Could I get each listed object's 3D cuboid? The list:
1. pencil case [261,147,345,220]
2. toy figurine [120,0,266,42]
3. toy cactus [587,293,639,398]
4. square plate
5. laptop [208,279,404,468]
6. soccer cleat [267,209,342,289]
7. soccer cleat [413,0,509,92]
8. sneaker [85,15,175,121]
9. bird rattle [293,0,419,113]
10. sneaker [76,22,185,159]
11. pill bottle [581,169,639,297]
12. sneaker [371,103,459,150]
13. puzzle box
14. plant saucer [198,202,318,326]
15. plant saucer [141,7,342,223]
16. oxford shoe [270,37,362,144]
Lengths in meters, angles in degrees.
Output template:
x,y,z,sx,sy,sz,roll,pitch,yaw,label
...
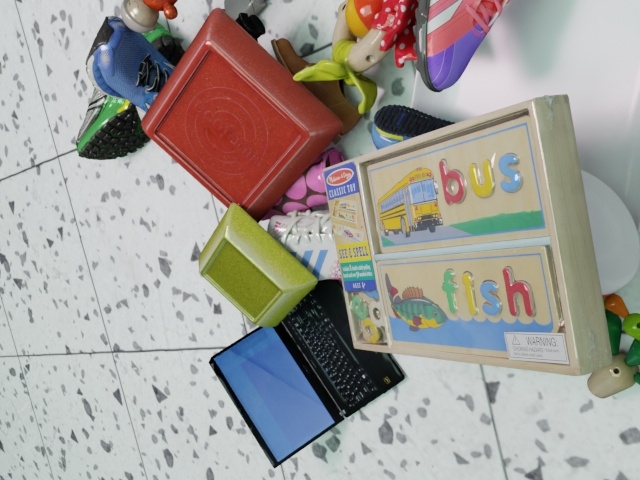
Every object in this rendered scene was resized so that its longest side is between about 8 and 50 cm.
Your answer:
x,y,z,sx,sy,sz,roll,pitch,yaw,label
-0.046,-0.097,1.126,0.209,0.098,0.095,-9,122,37,pencil case
-0.196,-0.383,1.075,0.148,0.213,0.209,-35,36,35,toy figurine
0.404,0.140,0.847,0.219,0.112,0.180,43,144,18,toy cactus
0.283,-0.212,0.860,0.344,0.049,0.347,21,115,32,square plate
-0.032,0.225,1.173,0.264,0.136,0.234,-44,75,37,laptop
0.000,0.000,1.070,0.331,0.116,0.143,-25,124,41,soccer cleat
0.198,-0.324,0.772,0.116,0.108,0.318,16,86,29,soccer cleat
-0.269,-0.267,1.145,0.147,0.330,0.130,17,80,20,sneaker
0.071,-0.304,0.927,0.253,0.143,0.207,-41,41,53,bird rattle
-0.394,-0.296,1.335,0.343,0.134,0.146,-48,65,27,sneaker
0.245,0.041,0.855,0.161,0.161,0.283,58,147,11,pill bottle
0.166,-0.117,0.916,0.209,0.069,0.082,26,152,21,sneaker
0.143,0.007,0.802,0.409,0.052,0.272,-10,90,60,puzzle box
-0.121,0.057,1.106,0.188,0.045,0.188,43,139,2,plant saucer
-0.139,-0.172,1.029,0.258,0.048,0.259,42,124,-5,plant saucer
-0.007,-0.256,1.076,0.076,0.076,0.212,-38,74,8,oxford shoe
